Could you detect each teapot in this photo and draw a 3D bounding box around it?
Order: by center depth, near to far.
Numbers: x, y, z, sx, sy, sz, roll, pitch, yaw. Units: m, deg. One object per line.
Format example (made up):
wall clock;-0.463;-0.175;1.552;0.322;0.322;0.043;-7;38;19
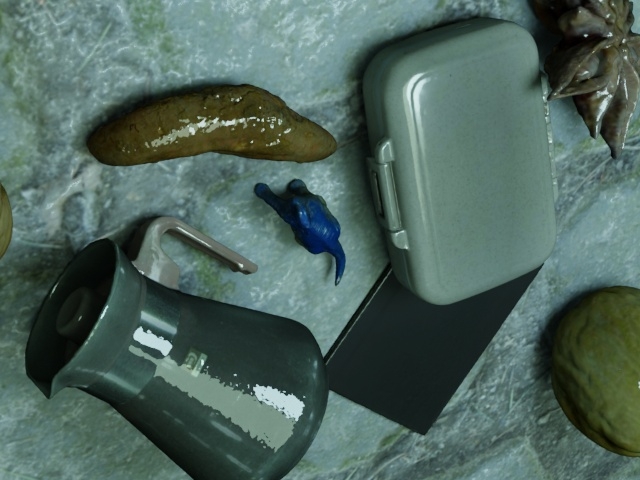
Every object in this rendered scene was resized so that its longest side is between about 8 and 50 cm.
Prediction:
teapot;-0.172;0.142;1.593;0.344;0.253;0.300;33;62;-30

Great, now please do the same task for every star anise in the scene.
star anise;0.374;-0.286;1.727;0.349;0.109;0.292;25;59;-51

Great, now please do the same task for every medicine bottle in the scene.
medicine bottle;0.197;-0.109;1.714;0.282;0.123;0.375;-21;117;-22

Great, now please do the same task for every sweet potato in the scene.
sweet potato;-0.119;-0.147;1.563;0.341;0.092;0.114;-3;139;-26

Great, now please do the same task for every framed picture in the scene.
framed picture;0.169;0.121;1.883;0.255;0.014;0.338;30;97;-35

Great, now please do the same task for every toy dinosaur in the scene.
toy dinosaur;0.000;0.000;1.633;0.075;0.188;0.247;-34;125;-1

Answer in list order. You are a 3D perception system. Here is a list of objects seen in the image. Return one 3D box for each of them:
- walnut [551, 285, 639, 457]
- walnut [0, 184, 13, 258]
walnut;0.494;0.205;1.934;0.283;0.283;0.227;-41;138;-5
walnut;-0.458;-0.023;1.372;0.228;0.228;0.228;-11;117;-23
